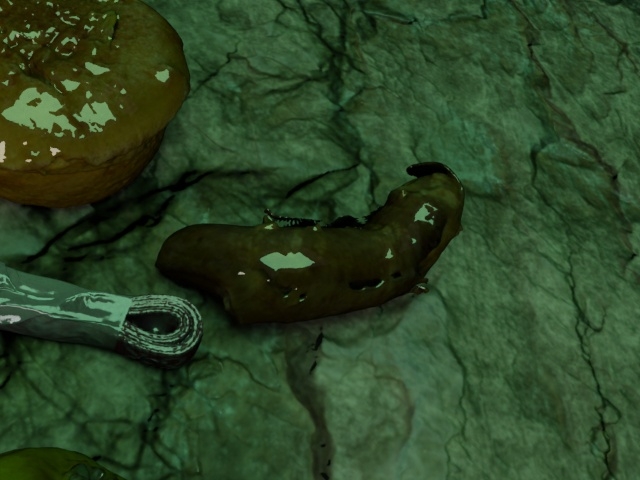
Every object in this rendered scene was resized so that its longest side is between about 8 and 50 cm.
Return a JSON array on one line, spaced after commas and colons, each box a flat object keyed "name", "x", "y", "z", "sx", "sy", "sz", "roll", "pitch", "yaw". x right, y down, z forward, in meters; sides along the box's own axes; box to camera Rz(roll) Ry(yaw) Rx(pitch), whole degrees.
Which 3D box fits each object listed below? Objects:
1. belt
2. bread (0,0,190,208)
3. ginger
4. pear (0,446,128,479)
[{"name": "belt", "x": -0.217, "y": 0.062, "z": 0.680, "sx": 0.232, "sy": 0.053, "sz": 0.071, "roll": 11, "pitch": 63, "yaw": -10}, {"name": "bread", "x": -0.262, "y": -0.148, "z": 0.751, "sx": 0.269, "sy": 0.145, "sz": 0.268, "roll": 6, "pitch": 59, "yaw": -10}, {"name": "ginger", "x": 0.008, "y": 0.012, "z": 0.752, "sx": 0.310, "sy": 0.107, "sz": 0.133, "roll": -16, "pitch": 77, "yaw": -22}, {"name": "pear", "x": -0.199, "y": 0.274, "z": 0.428, "sx": 0.269, "sy": 0.269, "sz": 0.321, "roll": 21, "pitch": 72, "yaw": -3}]
